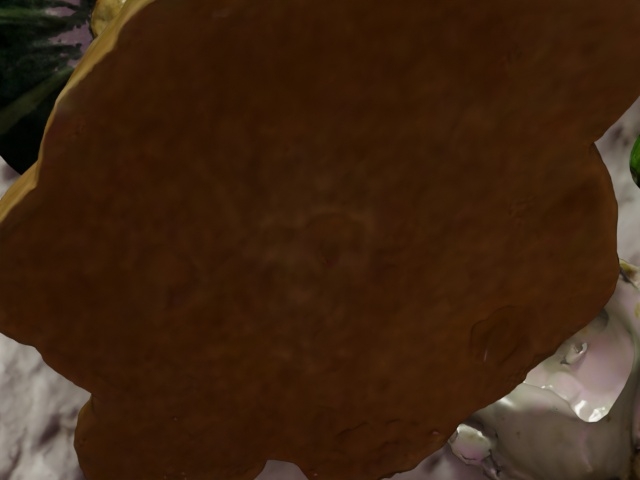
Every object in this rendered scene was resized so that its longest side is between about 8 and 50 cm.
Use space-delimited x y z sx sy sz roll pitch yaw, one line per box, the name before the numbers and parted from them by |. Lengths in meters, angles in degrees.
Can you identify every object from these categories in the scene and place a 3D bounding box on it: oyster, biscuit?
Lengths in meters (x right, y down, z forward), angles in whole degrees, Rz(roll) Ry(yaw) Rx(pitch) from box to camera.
oyster | 0.131 0.086 0.599 0.163 0.081 0.191 -6 81 25
biscuit | 0.000 -0.003 0.517 0.269 0.051 0.376 27 116 -21

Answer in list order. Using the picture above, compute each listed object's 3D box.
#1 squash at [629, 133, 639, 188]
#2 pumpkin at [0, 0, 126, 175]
squash | 0.311 -0.079 0.611 0.292 0.082 0.082 -15 84 -3
pumpkin | -0.080 -0.111 0.570 0.211 0.152 0.212 0 96 3
